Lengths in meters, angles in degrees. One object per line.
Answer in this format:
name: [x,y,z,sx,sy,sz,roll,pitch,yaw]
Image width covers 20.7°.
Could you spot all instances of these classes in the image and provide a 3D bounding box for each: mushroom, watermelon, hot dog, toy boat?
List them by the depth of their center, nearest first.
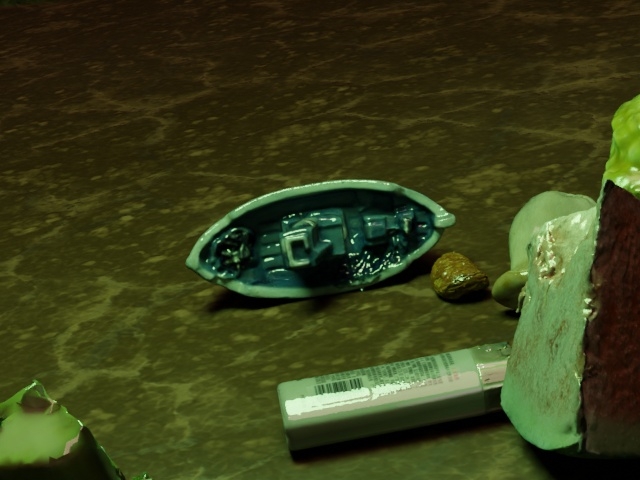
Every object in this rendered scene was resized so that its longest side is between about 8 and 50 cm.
watermelon: [0.273,0.073,1.556,0.310,0.232,0.193,-35,-3,-25]
mushroom: [0.250,0.009,1.908,0.097,0.088,0.212,25,31,1]
hot dog: [0.153,0.041,1.935,0.058,0.035,0.083,-13,21,-10]
toy boat: [0.000,0.000,1.982,0.309,0.129,0.142,-9,9,-2]

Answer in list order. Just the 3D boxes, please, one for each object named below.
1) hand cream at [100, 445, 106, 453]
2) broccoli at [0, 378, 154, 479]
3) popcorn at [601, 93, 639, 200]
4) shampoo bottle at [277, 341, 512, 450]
hand cream: [-0.249,0.238,1.575,0.065,0.043,0.171,-4,24,30]
broccoli: [-0.149,0.268,1.131,0.249,0.302,0.375,-54,37,-7]
popcorn: [0.436,-0.082,1.964,0.225,0.174,0.286,12,14,13]
shampoo bottle: [0.075,0.146,1.652,0.227,0.056,0.086,-11,25,-3]
